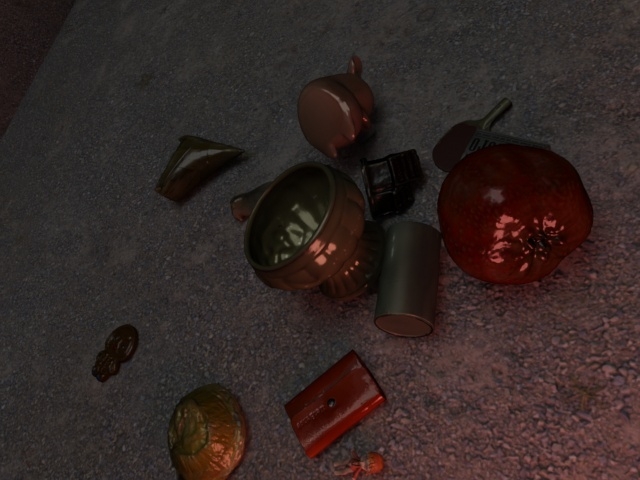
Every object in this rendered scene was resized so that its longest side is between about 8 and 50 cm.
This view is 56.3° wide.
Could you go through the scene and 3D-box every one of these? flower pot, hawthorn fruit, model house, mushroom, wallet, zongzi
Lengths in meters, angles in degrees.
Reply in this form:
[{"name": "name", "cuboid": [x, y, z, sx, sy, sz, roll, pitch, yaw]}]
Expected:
[{"name": "flower pot", "cuboid": [0.000, 0.000, 1.360, 0.307, 0.244, 0.308, -29, 43, 31]}, {"name": "hawthorn fruit", "cuboid": [0.362, -0.070, 1.198, 0.287, 0.287, 0.330, -36, 32, 8]}, {"name": "model house", "cuboid": [0.179, -0.146, 1.475, 0.152, 0.106, 0.166, -14, 89, 11]}, {"name": "mushroom", "cuboid": [-0.165, -0.109, 1.668, 0.225, 0.093, 0.116, 5, 84, 30]}, {"name": "wallet", "cuboid": [0.026, 0.343, 1.267, 0.204, 0.045, 0.142, -40, 47, 5]}, {"name": "zongzi", "cuboid": [-0.375, -0.213, 1.878, 0.256, 0.115, 0.228, 16, 74, 28]}]

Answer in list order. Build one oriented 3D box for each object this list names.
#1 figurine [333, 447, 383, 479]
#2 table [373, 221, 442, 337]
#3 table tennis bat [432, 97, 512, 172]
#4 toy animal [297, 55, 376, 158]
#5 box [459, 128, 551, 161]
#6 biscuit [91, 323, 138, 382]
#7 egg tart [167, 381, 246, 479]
[{"name": "figurine", "cuboid": [0.074, 0.439, 1.172, 0.109, 0.047, 0.064, -22, 57, 31]}, {"name": "table", "cuboid": [0.189, 0.083, 1.279, 0.126, 0.126, 0.220, -6, 58, 30]}, {"name": "table tennis bat", "cuboid": [0.374, -0.260, 1.464, 0.234, 0.022, 0.131, -44, 47, 2]}, {"name": "toy animal", "cuboid": [0.058, -0.356, 1.615, 0.213, 0.256, 0.195, 47, 124, 6]}, {"name": "box", "cuboid": [0.417, -0.186, 1.364, 0.177, 0.036, 0.115, 22, 77, 36]}, {"name": "biscuit", "cuboid": [-0.586, 0.318, 1.701, 0.124, 0.026, 0.175, 22, 74, 42]}, {"name": "egg tart", "cuboid": [-0.277, 0.443, 1.372, 0.231, 0.098, 0.252, -18, 56, 27]}]
